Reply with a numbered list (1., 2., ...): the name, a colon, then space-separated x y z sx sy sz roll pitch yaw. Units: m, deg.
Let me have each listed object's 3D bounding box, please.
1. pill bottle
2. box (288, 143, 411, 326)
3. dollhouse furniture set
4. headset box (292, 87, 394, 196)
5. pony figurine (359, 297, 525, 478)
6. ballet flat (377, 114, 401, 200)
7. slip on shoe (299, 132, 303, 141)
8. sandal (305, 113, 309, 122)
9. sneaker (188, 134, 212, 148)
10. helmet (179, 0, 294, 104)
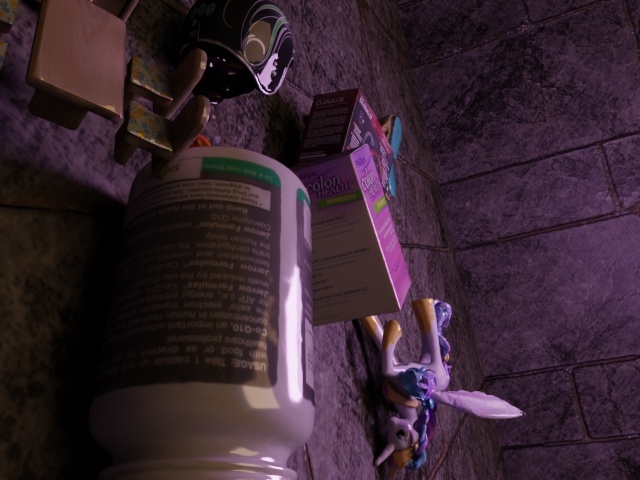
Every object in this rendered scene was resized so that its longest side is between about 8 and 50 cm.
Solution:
1. pill bottle: -0.108 0.103 0.559 0.204 0.204 0.360 47 35 -51
2. box: 0.000 0.000 0.887 0.117 0.214 0.242 -46 119 -65
3. dollhouse furniture set: -0.199 -0.216 0.504 0.212 0.161 0.242 21 42 -37
4. headset box: 0.051 -0.148 1.162 0.218 0.110 0.293 48 49 -50
5. pony figurine: 0.239 0.317 1.281 0.351 0.303 0.363 -1 79 -36
6. ballet flat: 0.159 -0.227 1.577 0.123 0.123 0.348 59 30 -37
7. slip on shoe: -0.016 -0.176 1.197 0.051 0.041 0.135 46 36 -52
8. sandal: 0.011 -0.209 1.306 0.179 0.040 0.067 54 21 -14
9. sneaker: -0.150 -0.067 0.789 0.067 0.064 0.175 -106 178 -65
10. helmet: -0.121 -0.294 0.846 0.169 0.170 0.161 54 46 -43
